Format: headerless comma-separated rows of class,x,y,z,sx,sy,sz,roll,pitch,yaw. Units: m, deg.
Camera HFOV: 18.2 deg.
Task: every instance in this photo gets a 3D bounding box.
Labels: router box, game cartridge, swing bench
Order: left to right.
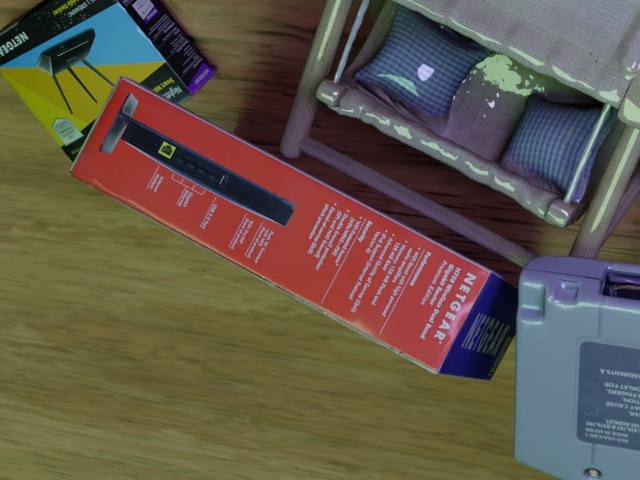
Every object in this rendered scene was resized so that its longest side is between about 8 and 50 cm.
router box,-0.192,-0.155,1.711,0.179,0.046,0.133,-25,110,45
router box,0.000,0.000,1.530,0.301,0.082,0.335,28,-179,13
swing bench,0.129,-0.137,1.407,0.253,0.165,0.255,28,138,15
game cartridge,0.282,0.113,1.392,0.294,0.060,0.196,8,127,13
